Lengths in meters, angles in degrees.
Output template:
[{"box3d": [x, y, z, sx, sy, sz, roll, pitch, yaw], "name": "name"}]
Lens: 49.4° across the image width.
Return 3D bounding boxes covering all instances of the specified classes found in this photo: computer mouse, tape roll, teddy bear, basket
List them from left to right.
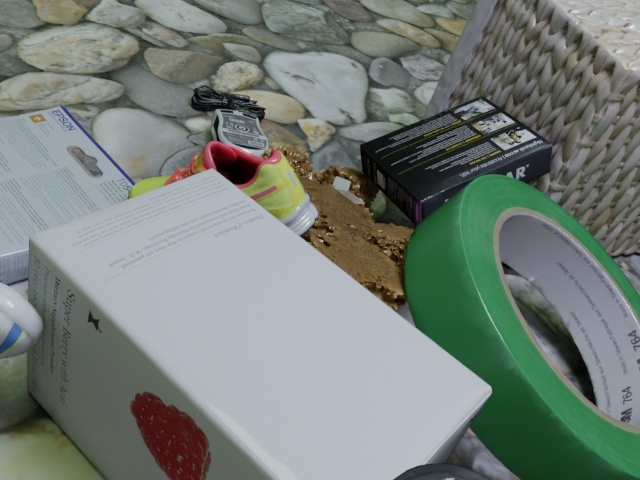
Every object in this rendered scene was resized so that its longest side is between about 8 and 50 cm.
[{"box3d": [-0.118, -0.149, 0.942, 0.106, 0.042, 0.193, 10, 32, -20], "name": "computer mouse"}, {"box3d": [0.000, 0.000, 0.772, 0.245, 0.113, 0.338, 6, 31, -29], "name": "teddy bear"}, {"box3d": [0.223, 0.085, 0.674, 0.321, 0.077, 0.321, 27, 42, -27], "name": "tape roll"}, {"box3d": [0.360, -0.172, 0.948, 0.328, 0.331, 0.266, -4, 45, -28], "name": "basket"}]

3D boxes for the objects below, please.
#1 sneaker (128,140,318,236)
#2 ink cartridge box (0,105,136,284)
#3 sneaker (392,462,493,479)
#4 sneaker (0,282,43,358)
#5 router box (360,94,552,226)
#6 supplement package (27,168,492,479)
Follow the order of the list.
[{"box3d": [-0.105, -0.056, 0.673, 0.208, 0.094, 0.081, 2, 41, 26], "name": "sneaker"}, {"box3d": [-0.320, -0.052, 0.721, 0.224, 0.045, 0.223, -19, 53, -42], "name": "ink cartridge box"}, {"box3d": [0.129, 0.234, 0.440, 0.330, 0.122, 0.146, 48, 3, -21], "name": "sneaker"}, {"box3d": [-0.310, 0.091, 0.481, 0.240, 0.091, 0.126, -5, 49, 20], "name": "sneaker"}, {"box3d": [0.155, -0.096, 0.811, 0.179, 0.046, 0.133, -23, 44, -15], "name": "router box"}, {"box3d": [-0.061, 0.112, 0.523, 0.293, 0.177, 0.175, 37, 41, 23], "name": "supplement package"}]
